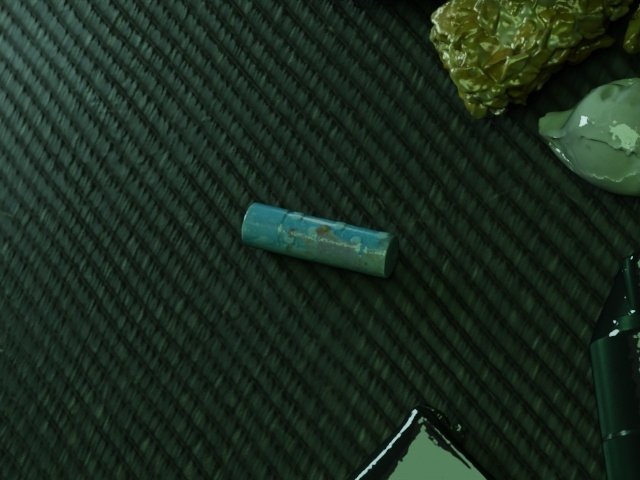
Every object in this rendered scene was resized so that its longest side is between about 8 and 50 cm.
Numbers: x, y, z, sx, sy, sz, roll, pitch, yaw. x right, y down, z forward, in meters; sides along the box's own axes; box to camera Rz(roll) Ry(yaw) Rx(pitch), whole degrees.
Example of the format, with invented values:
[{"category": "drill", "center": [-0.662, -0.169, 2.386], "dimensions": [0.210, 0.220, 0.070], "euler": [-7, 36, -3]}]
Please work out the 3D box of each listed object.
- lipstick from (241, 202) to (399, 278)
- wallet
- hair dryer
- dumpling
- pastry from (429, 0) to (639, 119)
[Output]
[{"category": "lipstick", "center": [0.000, 0.000, 1.741], "dimensions": [0.158, 0.048, 0.048], "euler": [13, 82, 19]}, {"category": "wallet", "center": [0.069, 0.288, 1.660], "dimensions": [0.250, 0.044, 0.149], "euler": [-44, 73, 3]}, {"category": "hair dryer", "center": [0.400, 0.119, 1.555], "dimensions": [0.302, 0.116, 0.244], "euler": [-9, 76, 16]}, {"category": "dumpling", "center": [0.304, -0.109, 1.650], "dimensions": [0.188, 0.108, 0.127], "euler": [21, 61, 37]}, {"category": "pastry", "center": [0.234, -0.226, 1.689], "dimensions": [0.250, 0.102, 0.154], "euler": [-34, 64, 9]}]
